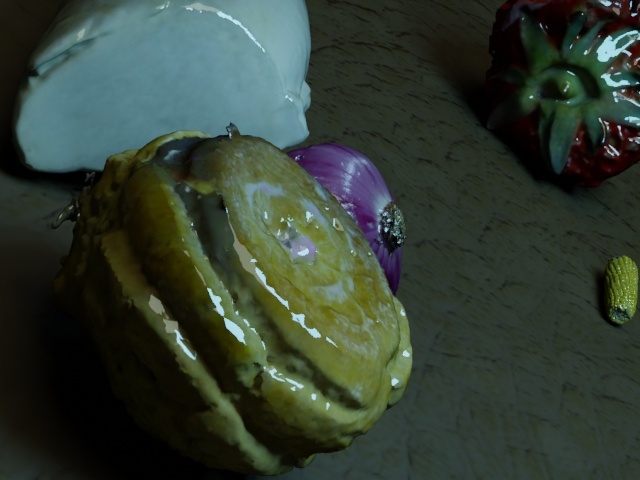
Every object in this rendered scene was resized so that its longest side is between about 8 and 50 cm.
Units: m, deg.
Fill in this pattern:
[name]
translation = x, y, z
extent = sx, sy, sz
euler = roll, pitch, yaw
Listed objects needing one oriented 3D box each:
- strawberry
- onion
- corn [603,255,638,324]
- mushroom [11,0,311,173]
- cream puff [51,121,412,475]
[strawberry]
translation = 0.233, -0.152, 1.372
extent = 0.187, 0.184, 0.201
euler = 42, 17, 0
[onion]
translation = 0.000, 0.000, 0.936
extent = 0.115, 0.105, 0.115
euler = -6, 90, -76
[corn]
translation = 0.232, 0.037, 1.226
extent = 0.027, 0.028, 0.083
euler = 20, 31, 1
[mushroom]
translation = -0.079, -0.158, 1.027
extent = 0.407, 0.154, 0.137
euler = -80, 159, -59
[cream puff]
translation = -0.051, 0.032, 0.772
extent = 0.189, 0.129, 0.189
euler = 42, 21, -20
